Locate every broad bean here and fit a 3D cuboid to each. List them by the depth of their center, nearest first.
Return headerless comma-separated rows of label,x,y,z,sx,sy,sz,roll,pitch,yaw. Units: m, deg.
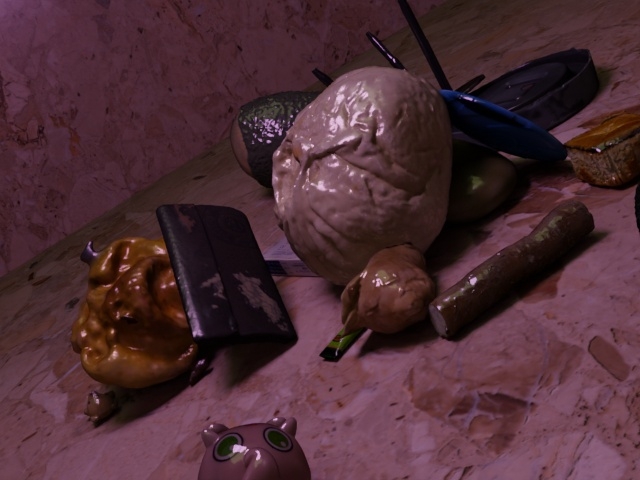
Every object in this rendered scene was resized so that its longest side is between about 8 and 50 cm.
broad bean,0.227,-0.098,1.477,0.189,0.121,0.263,-30,32,-16

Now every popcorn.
popcorn,-0.302,0.106,1.500,0.297,0.281,0.316,-51,9,-9

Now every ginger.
ginger,0.122,0.067,1.208,0.123,0.115,0.193,9,26,35

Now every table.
table,0.177,-0.373,1.917,0.317,0.249,0.317,-39,5,4

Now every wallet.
wallet,-0.158,0.048,1.418,0.171,0.044,0.321,4,37,-28

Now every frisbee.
frisbee,0.287,-0.176,1.422,0.045,0.242,0.242,-65,21,0

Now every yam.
yam,0.247,0.036,1.133,0.253,0.061,0.061,-35,18,-11

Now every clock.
clock,0.396,-0.278,1.734,0.325,0.067,0.325,-27,18,10

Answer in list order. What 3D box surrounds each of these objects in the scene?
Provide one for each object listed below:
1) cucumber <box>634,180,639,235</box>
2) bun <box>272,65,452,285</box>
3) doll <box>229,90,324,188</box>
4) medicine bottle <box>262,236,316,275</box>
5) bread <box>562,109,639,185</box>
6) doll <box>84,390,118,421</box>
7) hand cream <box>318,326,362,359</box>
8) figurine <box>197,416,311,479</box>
cucumber,0.408,-0.022,1.019,0.074,0.074,0.241,-24,17,20
bun,0.049,-0.111,1.389,0.352,0.227,0.349,-58,33,32
doll,-0.045,-0.269,2.160,0.350,0.247,0.247,-17,20,9
medicine bottle,0.000,0.000,1.629,0.171,0.052,0.201,-40,20,-29
bread,0.441,-0.138,1.284,0.128,0.069,0.140,-31,14,-5
doll,-0.378,0.286,1.493,0.061,0.051,0.093,-35,-11,-12
hand cream,0.047,0.129,1.257,0.036,0.023,0.122,1,39,52
figurine,-0.072,0.255,0.942,0.125,0.125,0.138,-28,34,8
